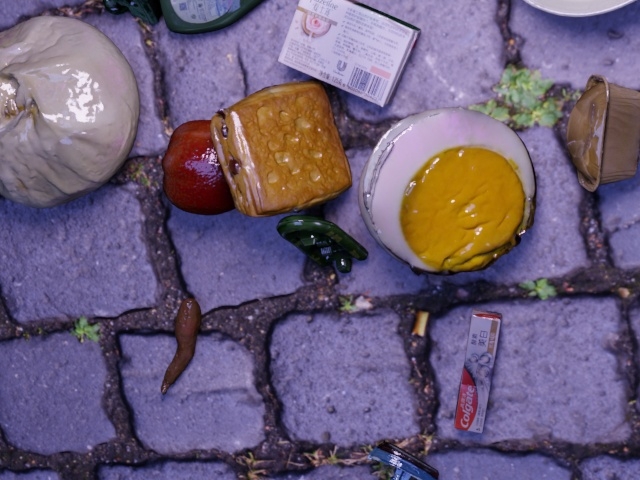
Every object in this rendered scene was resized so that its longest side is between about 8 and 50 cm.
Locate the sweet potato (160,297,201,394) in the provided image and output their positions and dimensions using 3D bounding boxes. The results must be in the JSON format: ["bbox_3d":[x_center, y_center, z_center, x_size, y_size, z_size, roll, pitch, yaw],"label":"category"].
[{"bbox_3d":[-0.265,0.201,1.721,0.050,0.050,0.214,21,113,11],"label":"sweet potato"}]

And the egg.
[{"bbox_3d":[0.194,-0.085,1.448,0.286,0.174,0.265,-6,102,-8],"label":"egg"}]

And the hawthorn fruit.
[{"bbox_3d":[-0.178,-0.122,1.551,0.188,0.169,0.169,15,108,8],"label":"hawthorn fruit"}]

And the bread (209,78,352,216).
[{"bbox_3d":[-0.066,-0.147,1.478,0.099,0.235,0.211,-14,96,50],"label":"bread"}]

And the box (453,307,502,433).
[{"bbox_3d":[0.274,0.228,1.566,0.055,0.039,0.218,11,107,13],"label":"box"}]

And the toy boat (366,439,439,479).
[{"bbox_3d":[0.151,0.418,1.642,0.137,0.060,0.061,30,89,4],"label":"toy boat"}]

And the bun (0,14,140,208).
[{"bbox_3d":[-0.502,-0.223,1.593,0.360,0.213,0.361,4,103,16],"label":"bun"}]

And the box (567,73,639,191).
[{"bbox_3d":[0.433,-0.165,1.384,0.111,0.111,0.177,7,105,15],"label":"box"}]

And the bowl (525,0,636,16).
[{"bbox_3d":[0.380,-0.463,1.297,0.276,0.145,0.277,4,106,14],"label":"bowl"}]

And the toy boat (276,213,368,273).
[{"bbox_3d":[0.000,0.000,1.522,0.104,0.210,0.052,-7,65,28],"label":"toy boat"}]

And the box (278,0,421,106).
[{"bbox_3d":[0.047,-0.320,1.471,0.199,0.081,0.135,25,109,7],"label":"box"}]

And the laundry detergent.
[{"bbox_3d":[-0.168,-0.428,1.518,0.210,0.063,0.137,-8,95,19],"label":"laundry detergent"}]

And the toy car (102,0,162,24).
[{"bbox_3d":[-0.412,-0.489,1.545,0.320,0.141,0.097,32,83,8],"label":"toy car"}]
